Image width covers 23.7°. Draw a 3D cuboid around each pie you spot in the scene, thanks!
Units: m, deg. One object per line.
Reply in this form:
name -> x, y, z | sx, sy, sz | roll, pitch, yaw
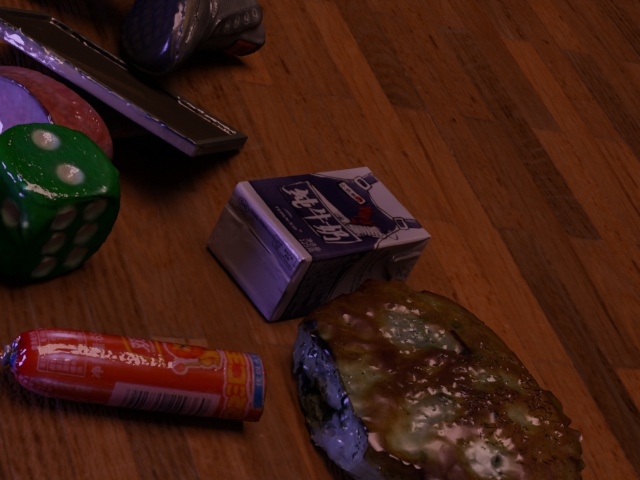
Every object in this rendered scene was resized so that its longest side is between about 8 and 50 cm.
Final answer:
pie -> 0.127, 0.174, 1.621 | 0.288, 0.103, 0.355 | 4, 37, -31

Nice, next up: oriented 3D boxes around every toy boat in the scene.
toy boat -> -0.274, -0.152, 1.793 | 0.206, 0.096, 0.282 | 33, 24, 26

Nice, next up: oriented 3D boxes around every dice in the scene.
dice -> -0.290, -0.039, 1.578 | 0.131, 0.128, 0.120 | -15, 54, -47

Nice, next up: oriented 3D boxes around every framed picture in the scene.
framed picture -> -0.247, -0.193, 1.825 | 0.315, 0.024, 0.232 | 33, 11, 7

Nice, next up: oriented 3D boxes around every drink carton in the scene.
drink carton -> 0.001, 0.001, 1.763 | 0.222, 0.102, 0.134 | -9, 46, -45

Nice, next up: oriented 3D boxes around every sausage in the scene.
sausage -> -0.188, 0.129, 1.484 | 0.274, 0.074, 0.074 | 9, 38, -24

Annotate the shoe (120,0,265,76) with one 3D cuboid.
shoe -> -0.151, -0.292, 2.024 | 0.171, 0.132, 0.336 | 42, 33, -24
